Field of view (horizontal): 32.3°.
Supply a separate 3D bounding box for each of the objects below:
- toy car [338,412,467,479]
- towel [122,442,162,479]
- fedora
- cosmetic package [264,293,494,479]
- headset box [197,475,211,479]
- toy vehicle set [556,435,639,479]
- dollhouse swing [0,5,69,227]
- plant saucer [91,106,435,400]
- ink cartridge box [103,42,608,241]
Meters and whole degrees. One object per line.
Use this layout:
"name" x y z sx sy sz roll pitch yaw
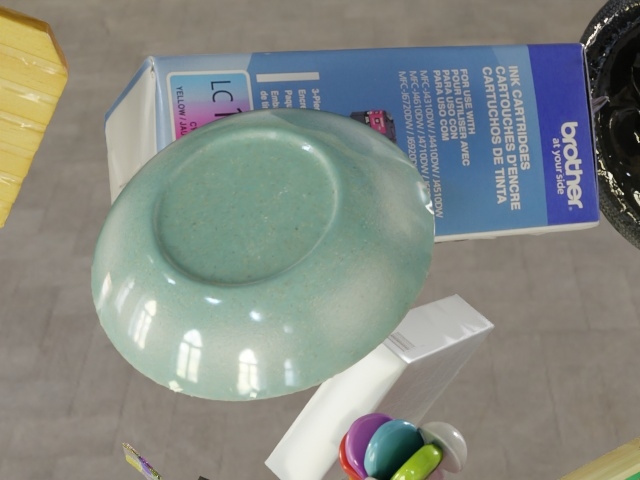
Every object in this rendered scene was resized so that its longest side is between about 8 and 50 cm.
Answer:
"toy car" 0.088 0.285 1.419 0.159 0.182 0.136 -39 81 -23
"towel" -0.266 0.341 1.655 0.083 0.060 0.009 39 60 23
"fedora" 0.424 -0.131 1.161 0.334 0.334 0.152 22 33 31
"cosmetic package" 0.105 0.240 1.768 0.097 0.284 0.377 40 20 19
"headset box" -0.110 0.292 1.205 0.062 0.083 0.032 19 57 9
"toy vehicle set" 0.343 0.243 1.014 0.266 0.166 0.035 -25 20 -9
"dollhouse swing" -0.453 -0.088 1.057 0.305 0.347 0.315 27 29 -11
"plant saucer" -0.037 -0.009 0.596 0.194 0.037 0.195 -6 54 8
"ink cartridge box" 0.040 -0.063 0.901 0.395 0.151 0.270 -3 -1 -18
